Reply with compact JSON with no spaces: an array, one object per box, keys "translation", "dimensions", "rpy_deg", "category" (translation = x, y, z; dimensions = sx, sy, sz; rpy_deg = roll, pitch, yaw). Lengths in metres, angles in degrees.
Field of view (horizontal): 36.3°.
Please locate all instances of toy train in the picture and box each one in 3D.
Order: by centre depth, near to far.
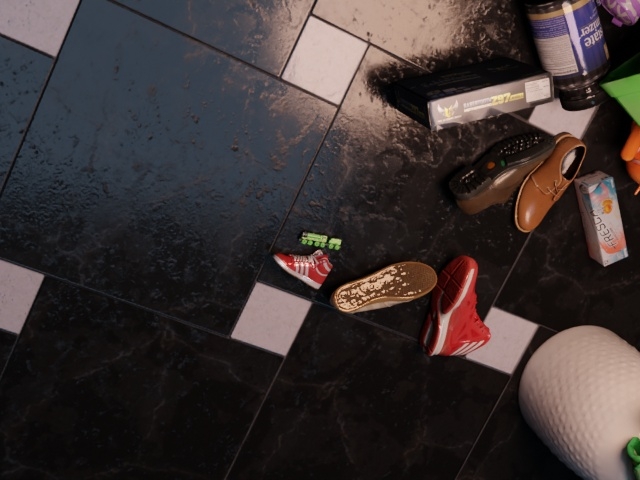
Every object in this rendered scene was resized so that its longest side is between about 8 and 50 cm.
[{"translation":[0.000,0.000,1.834],"dimensions":[0.083,0.017,0.024],"rpy_deg":[10,95,-19],"category":"toy train"}]

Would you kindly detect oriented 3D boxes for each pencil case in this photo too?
[{"translation":[0.616,-0.487,1.808],"dimensions":[0.206,0.086,0.088],"rpy_deg":[-44,148,4],"category":"pencil case"}]

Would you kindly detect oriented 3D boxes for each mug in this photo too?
[{"translation":[0.603,0.403,1.977],"dimensions":[0.276,0.328,0.374],"rpy_deg":[-17,112,-10],"category":"mug"}]

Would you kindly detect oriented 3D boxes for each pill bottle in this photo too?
[{"translation":[0.459,-0.354,1.786],"dimensions":[0.122,0.123,0.219],"rpy_deg":[-27,114,-6],"category":"pill bottle"}]

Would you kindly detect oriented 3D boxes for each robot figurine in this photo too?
[{"translation":[0.664,-0.195,1.899],"dimensions":[0.128,0.158,0.219],"rpy_deg":[12,110,24],"category":"robot figurine"}]

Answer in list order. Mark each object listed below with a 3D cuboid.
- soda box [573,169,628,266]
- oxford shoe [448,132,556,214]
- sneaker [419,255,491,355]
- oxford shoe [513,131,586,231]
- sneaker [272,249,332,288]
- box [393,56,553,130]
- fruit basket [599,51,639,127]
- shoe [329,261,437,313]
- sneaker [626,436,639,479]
[{"translation":[0.562,-0.044,1.955],"dimensions":[0.058,0.063,0.183],"rpy_deg":[-22,113,-8],"category":"soda box"},{"translation":[0.353,-0.128,1.868],"dimensions":[0.227,0.083,0.096],"rpy_deg":[-31,132,-3],"category":"oxford shoe"},{"translation":[0.289,0.133,1.939],"dimensions":[0.128,0.087,0.221],"rpy_deg":[8,118,-27],"category":"sneaker"},{"translation":[0.444,-0.107,1.894],"dimensions":[0.076,0.076,0.212],"rpy_deg":[21,103,-23],"category":"oxford shoe"},{"translation":[-0.030,0.038,1.824],"dimensions":[0.118,0.042,0.067],"rpy_deg":[32,101,-31],"category":"sneaker"},{"translation":[0.267,-0.264,1.728],"dimensions":[0.232,0.183,0.059],"rpy_deg":[-14,111,-10],"category":"box"},{"translation":[0.669,-0.375,1.649],"dimensions":[0.283,0.392,0.392],"rpy_deg":[-35,117,-28],"category":"fruit basket"},{"translation":[0.119,0.092,1.884],"dimensions":[0.219,0.058,0.077],"rpy_deg":[-12,81,-16],"category":"shoe"},{"translation":[0.605,0.407,1.756],"dimensions":[0.123,0.109,0.296],"rpy_deg":[12,108,4],"category":"sneaker"}]
